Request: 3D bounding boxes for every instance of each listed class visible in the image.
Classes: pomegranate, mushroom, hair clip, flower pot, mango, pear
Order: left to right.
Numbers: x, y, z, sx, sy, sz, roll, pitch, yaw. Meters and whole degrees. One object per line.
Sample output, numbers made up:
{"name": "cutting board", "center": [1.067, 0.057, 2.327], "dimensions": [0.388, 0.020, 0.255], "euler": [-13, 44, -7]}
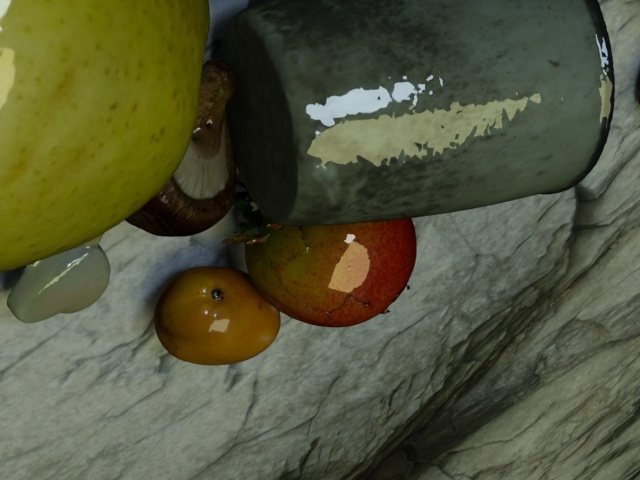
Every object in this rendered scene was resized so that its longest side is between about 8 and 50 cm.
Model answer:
{"name": "pear", "center": [-0.281, -0.149, 0.730], "dimensions": [0.418, 0.362, 0.362], "euler": [3, 128, -27]}
{"name": "hair clip", "center": [-0.286, 0.009, 1.130], "dimensions": [0.159, 0.071, 0.218], "euler": [-38, 148, -4]}
{"name": "mushroom", "center": [-0.167, -0.099, 1.012], "dimensions": [0.231, 0.138, 0.194], "euler": [56, 42, -52]}
{"name": "mango", "center": [-0.122, 0.099, 1.323], "dimensions": [0.145, 0.112, 0.219], "euler": [-21, 161, 11]}
{"name": "pomegranate", "center": [0.000, 0.000, 1.244], "dimensions": [0.235, 0.210, 0.210], "euler": [21, 116, -23]}
{"name": "flower pot", "center": [0.081, -0.153, 1.092], "dimensions": [0.330, 0.293, 0.293], "euler": [-16, 138, -19]}

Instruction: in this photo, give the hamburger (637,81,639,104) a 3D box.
{"name": "hamburger", "center": [0.565, -0.255, 1.530], "dimensions": [0.231, 0.107, 0.231], "euler": [-21, 136, -22]}
